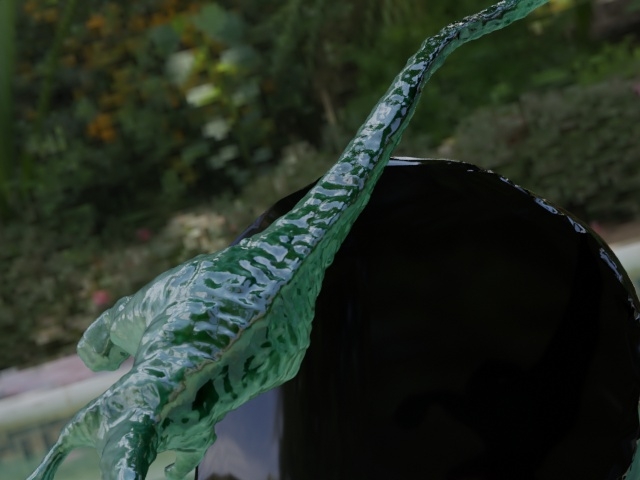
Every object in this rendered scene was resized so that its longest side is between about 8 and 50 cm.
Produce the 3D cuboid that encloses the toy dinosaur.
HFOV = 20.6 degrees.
[{"bbox_3d":[-0.029,0.009,0.727,0.129,0.076,0.383,-19,33,48],"label":"toy dinosaur"}]

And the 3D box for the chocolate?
[{"bbox_3d":[0.079,0.101,1.062,0.283,0.284,0.186,-16,-13,13],"label":"chocolate"}]
